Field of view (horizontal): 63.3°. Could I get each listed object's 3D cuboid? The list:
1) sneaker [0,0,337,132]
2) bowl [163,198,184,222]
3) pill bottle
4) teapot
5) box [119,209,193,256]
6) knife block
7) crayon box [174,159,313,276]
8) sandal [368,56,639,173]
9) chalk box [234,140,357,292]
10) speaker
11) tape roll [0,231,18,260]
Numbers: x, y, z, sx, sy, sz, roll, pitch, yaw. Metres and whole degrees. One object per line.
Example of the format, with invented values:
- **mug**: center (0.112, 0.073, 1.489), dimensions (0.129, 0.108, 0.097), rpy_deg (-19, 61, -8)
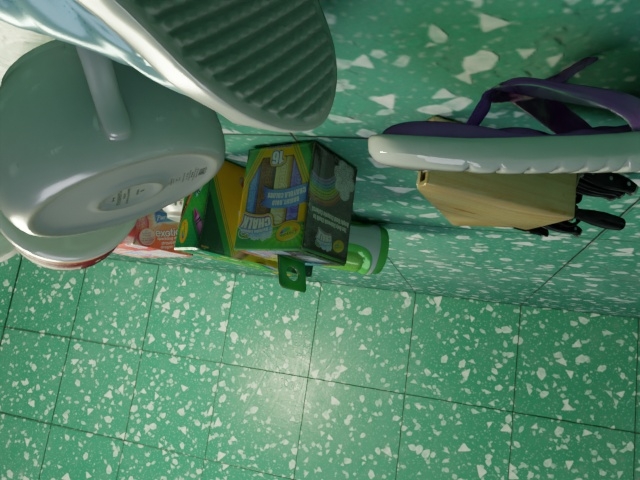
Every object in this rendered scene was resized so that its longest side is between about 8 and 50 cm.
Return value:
- **sneaker**: center (-0.145, -0.183, 0.341), dimensions (0.366, 0.135, 0.150), rpy_deg (28, 167, -40)
- **bowl**: center (-0.279, -0.080, 1.098), dimensions (0.170, 0.080, 0.170), rpy_deg (8, 171, 1)
- **pill bottle**: center (-0.476, -0.056, 0.978), dimensions (0.224, 0.223, 0.392), rpy_deg (13, 169, -25)
- **teapot**: center (-0.235, -0.129, 0.544), dimensions (0.256, 0.187, 0.252), rpy_deg (-25, 177, 22)
- **box**: center (-0.437, -0.039, 1.266), dimensions (0.154, 0.142, 0.300), rpy_deg (17, 167, -41)
- **knife block**: center (0.279, -0.073, 0.677), dimensions (0.242, 0.088, 0.276), rpy_deg (2, 168, 29)
- **crayon box**: center (-0.126, -0.034, 0.989), dimensions (0.081, 0.165, 0.279), rpy_deg (-2, 166, 44)
- **sandal**: center (0.242, -0.114, 0.485), dimensions (0.417, 0.102, 0.169), rpy_deg (-3, -173, -13)
- **chalk box**: center (-0.039, -0.028, 0.813), dimensions (0.132, 0.212, 0.132), rpy_deg (1, 167, 34)
- **speaker**: center (0.000, 0.000, 1.192), dimensions (0.297, 0.131, 0.131), rpy_deg (10, 170, -11)
- **tape roll**: center (-0.886, -0.047, 1.360), dimensions (0.219, 0.219, 0.072), rpy_deg (12, 168, -20)
